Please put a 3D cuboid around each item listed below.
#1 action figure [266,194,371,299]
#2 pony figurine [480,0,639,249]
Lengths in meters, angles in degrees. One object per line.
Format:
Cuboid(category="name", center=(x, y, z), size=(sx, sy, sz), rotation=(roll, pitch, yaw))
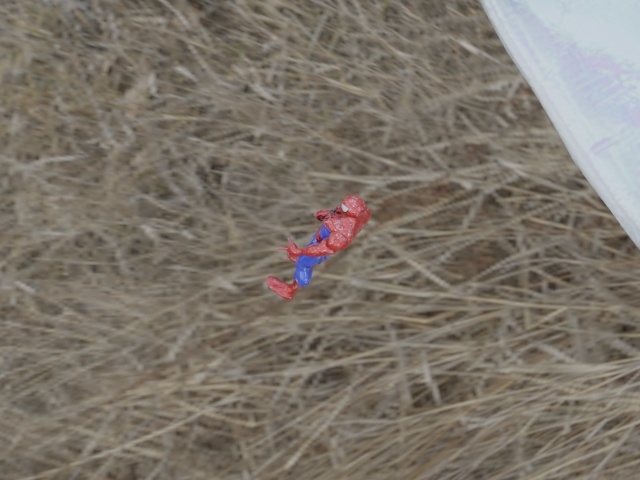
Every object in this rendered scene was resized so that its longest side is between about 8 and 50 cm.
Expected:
Cuboid(category="action figure", center=(0.000, 0.000, 0.850), size=(0.030, 0.115, 0.038), rotation=(45, 59, -3))
Cuboid(category="pony figurine", center=(0.233, -0.025, 0.362), size=(0.303, 0.363, 0.351), rotation=(-25, 91, 17))
